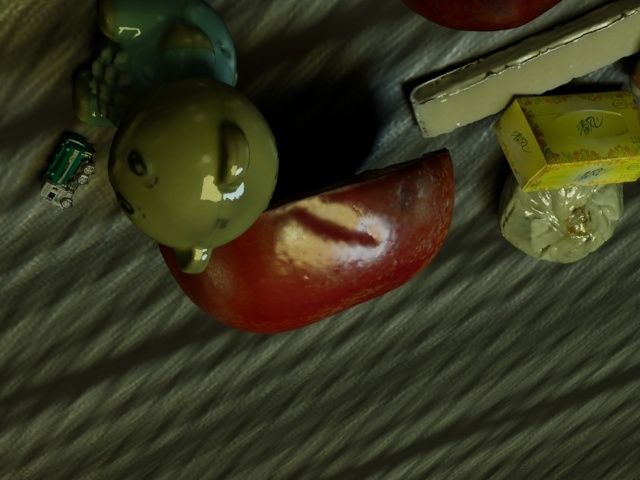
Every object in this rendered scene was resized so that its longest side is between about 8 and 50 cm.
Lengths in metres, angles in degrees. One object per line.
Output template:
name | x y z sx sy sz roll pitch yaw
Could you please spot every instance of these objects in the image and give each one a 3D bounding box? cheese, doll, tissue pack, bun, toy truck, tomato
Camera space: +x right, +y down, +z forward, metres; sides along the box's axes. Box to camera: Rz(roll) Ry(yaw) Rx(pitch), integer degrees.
cheese | 0.291 -0.217 1.823 0.400 0.034 0.085 -22 142 1
doll | -0.136 -0.108 1.561 0.162 0.260 0.177 2 136 -27
tissue pack | 0.299 -0.117 1.872 0.176 0.095 0.062 -5 152 -32
bun | 0.298 -0.042 1.973 0.164 0.111 0.188 -11 144 -9
toy truck | -0.271 -0.074 1.720 0.044 0.039 0.083 24 124 -23
tomato | 0.002 0.011 1.729 0.338 0.143 0.338 -19 -177 1

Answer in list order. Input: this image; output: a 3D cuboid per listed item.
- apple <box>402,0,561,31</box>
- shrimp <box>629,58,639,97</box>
apple | 0.158 -0.301 1.523 0.234 0.234 0.234 -13 141 -11
shrimp | 0.438 -0.212 1.862 0.166 0.049 0.161 -17 162 -19
